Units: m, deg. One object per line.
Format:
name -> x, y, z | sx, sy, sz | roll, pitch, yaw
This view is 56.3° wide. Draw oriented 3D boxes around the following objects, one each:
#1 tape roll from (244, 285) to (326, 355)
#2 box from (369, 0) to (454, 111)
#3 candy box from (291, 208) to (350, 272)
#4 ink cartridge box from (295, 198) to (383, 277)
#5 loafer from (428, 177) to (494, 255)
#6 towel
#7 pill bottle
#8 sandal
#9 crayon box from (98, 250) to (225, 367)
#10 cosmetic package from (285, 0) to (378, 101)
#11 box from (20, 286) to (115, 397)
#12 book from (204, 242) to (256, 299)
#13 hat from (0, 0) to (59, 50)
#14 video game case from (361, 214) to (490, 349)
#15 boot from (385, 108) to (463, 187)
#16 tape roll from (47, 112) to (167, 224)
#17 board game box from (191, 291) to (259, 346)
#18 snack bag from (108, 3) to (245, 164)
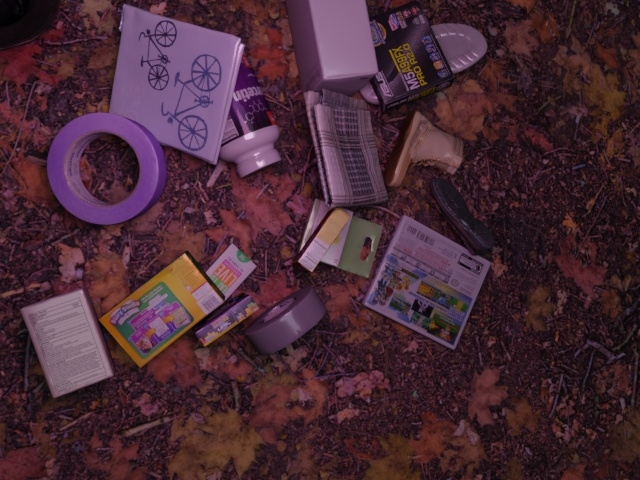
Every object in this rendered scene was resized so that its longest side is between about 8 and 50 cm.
tape roll -> -0.092, 0.212, 1.590 | 0.219, 0.219, 0.072 | -36, 97, -15
box -> 0.230, -0.532, 1.721 | 0.216, 0.060, 0.270 | -21, 78, -4
candy box -> 0.000, 0.000, 1.630 | 0.053, 0.109, 0.186 | 38, 79, -7
ink cartridge box -> 0.063, -0.003, 1.732 | 0.235, 0.056, 0.171 | 19, 82, -12
loafer -> 0.411, -0.066, 1.817 | 0.096, 0.084, 0.267 | -30, 78, -40
towel -> 0.084, -0.254, 1.654 | 0.312, 0.056, 0.324 | -9, 86, -54
pill bottle -> -0.225, -0.337, 1.597 | 0.182, 0.181, 0.322 | -26, 95, -16
sandal -> 0.298, -0.531, 1.805 | 0.416, 0.102, 0.169 | -23, 78, -6
crayon box -> -0.407, 0.175, 1.553 | 0.278, 0.081, 0.165 | -38, 98, -5
cosmetic package -> 0.011, -0.640, 1.656 | 0.162, 0.230, 0.453 | -11, 90, -16
box -> -0.620, 0.248, 1.485 | 0.149, 0.127, 0.232 | -19, 92, -16
book -> -0.259, 0.092, 1.648 | 0.096, 0.035, 0.144 | 44, 76, -14
hat -> -0.802, -0.575, 1.468 | 0.331, 0.134, 0.331 | 7, 67, -17
video game case -> 0.324, 0.128, 1.810 | 0.329, 0.036, 0.299 | 28, 80, -14
boot -> 0.314, -0.238, 1.785 | 0.203, 0.095, 0.261 | 28, 66, -14
tape roll -> -0.534, -0.180, 1.509 | 0.275, 0.090, 0.274 | 0, 97, 0
board game box -> -0.256, 0.205, 1.584 | 0.170, 0.141, 0.048 | -35, 97, -15
snack bag -> -0.380, -0.393, 1.517 | 0.343, 0.037, 0.323 | 20, 109, 12
